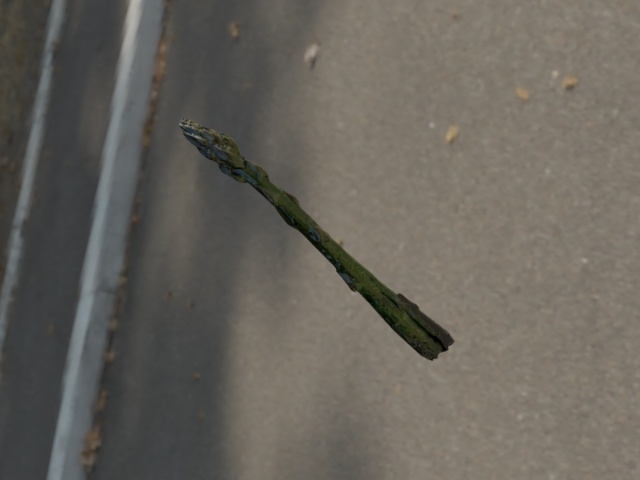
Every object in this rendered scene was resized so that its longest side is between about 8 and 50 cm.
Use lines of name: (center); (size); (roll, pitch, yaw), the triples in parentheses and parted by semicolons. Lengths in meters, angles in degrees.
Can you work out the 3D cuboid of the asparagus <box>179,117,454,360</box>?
asparagus: (0.000, 0.000, 0.811); (0.023, 0.233, 0.022); (-28, 26, 46)
